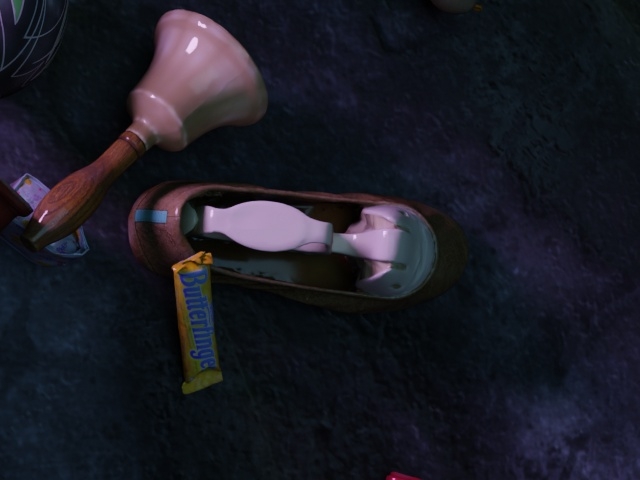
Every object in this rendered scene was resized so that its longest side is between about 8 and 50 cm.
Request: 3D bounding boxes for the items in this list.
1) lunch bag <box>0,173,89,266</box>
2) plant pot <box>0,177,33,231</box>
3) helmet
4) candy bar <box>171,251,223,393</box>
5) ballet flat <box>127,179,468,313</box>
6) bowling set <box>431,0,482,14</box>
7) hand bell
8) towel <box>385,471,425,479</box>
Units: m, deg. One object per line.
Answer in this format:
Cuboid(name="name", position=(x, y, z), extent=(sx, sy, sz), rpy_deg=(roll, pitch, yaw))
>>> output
Cuboid(name="lunch bag", position=(-0.240, -0.013, 1.455), extent=(0.083, 0.071, 0.053), rpy_deg=(43, 68, -12))
Cuboid(name="plant pot", position=(-0.410, -0.002, 1.296), extent=(0.272, 0.272, 0.265), rpy_deg=(39, 81, -15))
Cuboid(name="helmet", position=(-0.287, -0.203, 1.400), extent=(0.161, 0.169, 0.169), rpy_deg=(22, 78, -3))
Cuboid(name="candy bar", position=(-0.109, 0.072, 1.486), extent=(0.040, 0.018, 0.161), rpy_deg=(-20, 135, -20))
Cuboid(name="ballet flat", position=(0.000, 0.000, 1.523), extent=(0.342, 0.124, 0.116), rpy_deg=(10, 82, -22))
Cuboid(name="bowling set", position=(0.051, -0.337, 1.578), extent=(0.287, 0.154, 0.200), rpy_deg=(20, 61, -19))
Cuboid(name="hand bell", position=(-0.167, -0.076, 1.436), extent=(0.126, 0.126, 0.242), rpy_deg=(50, 60, -12))
Cuboid(name="towel", position=(0.118, 0.370, 1.598), extent=(0.199, 0.031, 0.275), rpy_deg=(18, 80, -19))
